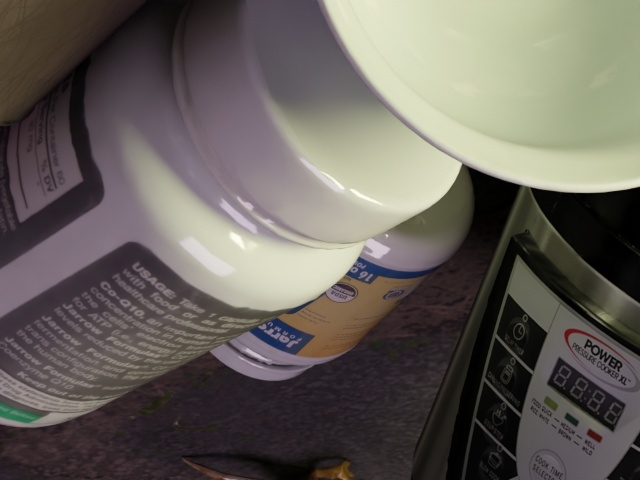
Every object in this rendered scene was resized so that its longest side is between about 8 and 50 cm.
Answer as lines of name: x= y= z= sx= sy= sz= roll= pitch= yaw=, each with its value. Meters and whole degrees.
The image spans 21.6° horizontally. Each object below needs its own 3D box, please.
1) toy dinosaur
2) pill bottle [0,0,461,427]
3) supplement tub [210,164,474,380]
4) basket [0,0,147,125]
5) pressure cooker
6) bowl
toy dinosaur: x=-0.029 y=0.255 z=1.658 sx=0.112 sy=0.064 sz=0.211 roll=-23 pitch=145 yaw=23
pill bottle: x=-0.098 y=-0.029 z=1.025 sx=0.204 sy=0.204 sz=0.361 roll=20 pitch=146 yaw=-38
supplement tub: x=0.000 y=0.000 z=1.189 sx=0.144 sy=0.144 sz=0.199 roll=12 pitch=142 yaw=-29
basket: x=-0.134 y=-0.191 z=0.858 sx=0.227 sy=0.154 sz=0.204 roll=-30 pitch=129 yaw=23
pressure cooker: x=0.277 y=0.068 z=1.108 sx=0.370 sy=0.375 sz=0.420 roll=15 pitch=115 yaw=-10
bowl: x=0.117 y=-0.172 z=0.886 sx=0.298 sy=0.298 sz=0.134 roll=0 pitch=-179 yaw=-14
